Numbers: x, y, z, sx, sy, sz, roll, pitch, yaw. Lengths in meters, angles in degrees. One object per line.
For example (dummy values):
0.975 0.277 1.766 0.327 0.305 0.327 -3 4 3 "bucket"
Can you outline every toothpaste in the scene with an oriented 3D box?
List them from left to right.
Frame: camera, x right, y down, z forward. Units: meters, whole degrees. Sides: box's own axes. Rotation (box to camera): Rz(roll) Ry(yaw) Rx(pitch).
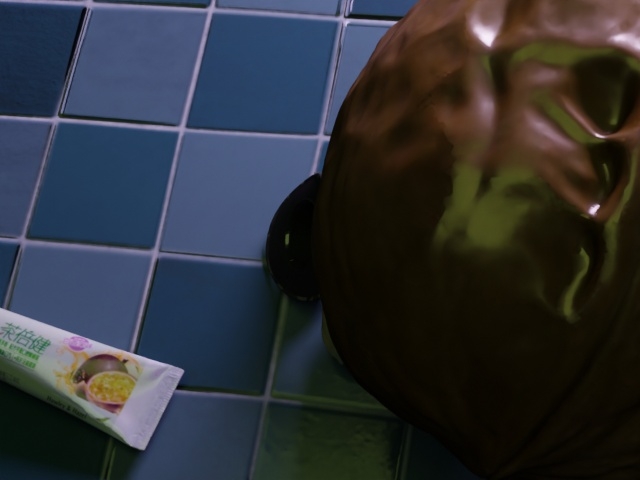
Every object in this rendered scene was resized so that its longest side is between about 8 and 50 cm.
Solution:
-0.273 0.092 1.370 0.314 0.056 0.058 20 110 15 "toothpaste"

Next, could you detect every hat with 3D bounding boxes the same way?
0.000 0.000 1.350 0.050 0.121 0.121 8 60 -26 "hat"

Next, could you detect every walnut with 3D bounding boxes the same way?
0.175 -0.016 1.135 0.354 0.308 0.398 16 69 -3 "walnut"

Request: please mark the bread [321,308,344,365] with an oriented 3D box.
0.069 0.044 1.306 0.157 0.094 0.083 -25 67 7 "bread"
